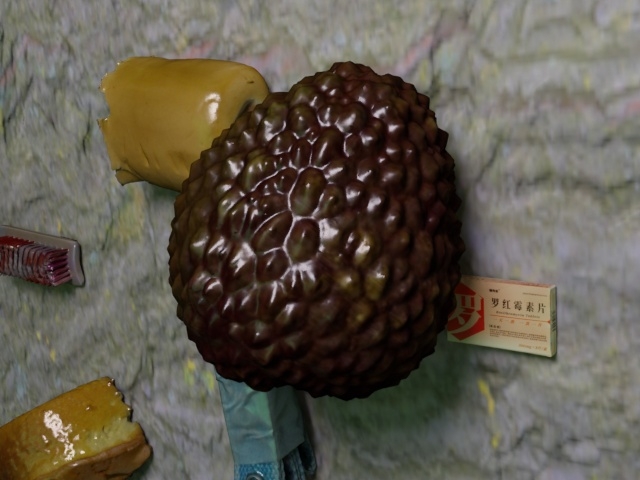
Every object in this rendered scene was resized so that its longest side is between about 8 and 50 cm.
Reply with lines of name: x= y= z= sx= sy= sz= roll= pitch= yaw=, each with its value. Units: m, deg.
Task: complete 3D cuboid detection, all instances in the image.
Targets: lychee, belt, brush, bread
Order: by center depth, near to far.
lychee: x=0.000 y=0.000 z=0.628 sx=0.235 sy=0.236 sz=0.271 roll=25 pitch=106 yaw=29
bread: x=-0.127 y=-0.106 z=0.783 sx=0.173 sy=0.085 sz=0.134 roll=11 pitch=109 yaw=35
belt: x=-0.063 y=0.124 z=0.804 sx=0.072 sy=0.087 sz=0.302 roll=-7 pitch=99 yaw=25
bread: x=-0.335 y=0.266 z=1.019 sx=0.229 sy=0.139 sz=0.143 roll=-36 pitch=72 yaw=36
brush: x=-0.429 y=0.011 z=1.069 sx=0.321 sy=0.050 sz=0.060 roll=10 pitch=112 yaw=35

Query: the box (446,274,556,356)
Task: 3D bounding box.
box: x=0.147 y=0.060 z=0.671 sx=0.093 sy=0.015 sz=0.058 roll=6 pitch=108 yaw=35
